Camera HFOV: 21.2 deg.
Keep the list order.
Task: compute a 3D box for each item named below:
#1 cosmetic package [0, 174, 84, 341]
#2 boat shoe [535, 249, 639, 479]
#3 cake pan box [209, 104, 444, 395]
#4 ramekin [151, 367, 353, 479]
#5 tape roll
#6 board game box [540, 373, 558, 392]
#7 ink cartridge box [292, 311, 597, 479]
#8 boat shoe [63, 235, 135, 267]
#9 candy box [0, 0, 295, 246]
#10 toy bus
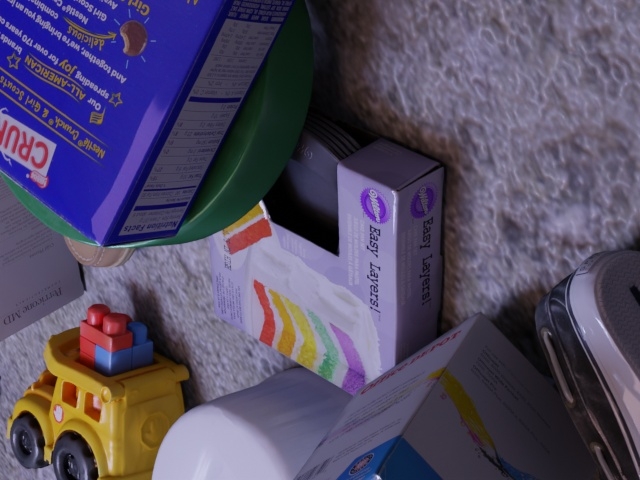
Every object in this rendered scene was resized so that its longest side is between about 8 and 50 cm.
[{"bbox_3d":[-0.442,0.010,1.824,0.097,0.377,0.284,23,131,40],"label":"cosmetic package"},{"bbox_3d":[0.278,0.167,1.336,0.335,0.121,0.119,67,153,7],"label":"boat shoe"},{"bbox_3d":[0.000,0.000,1.564,0.246,0.070,0.266,27,134,33],"label":"cake pan box"},{"bbox_3d":[-0.046,0.272,1.690,0.277,0.135,0.277,11,105,47],"label":"ramekin"},{"bbox_3d":[-0.161,-0.154,1.507,0.321,0.077,0.321,2,93,31],"label":"tape roll"},{"bbox_3d":[0.170,0.150,1.510,0.090,0.020,0.090,21,130,39],"label":"board game box"},{"bbox_3d":[0.093,0.211,1.413,0.168,0.232,0.171,48,132,-7],"label":"ink cartridge box"},{"bbox_3d":[-0.253,-0.102,1.747,0.122,0.110,0.341,31,136,32],"label":"boat shoe"},{"bbox_3d":[-0.173,-0.196,1.398,0.268,0.122,0.317,36,108,23],"label":"candy box"},{"bbox_3d":[-0.251,0.164,1.928,0.220,0.149,0.211,20,116,44],"label":"toy bus"}]
